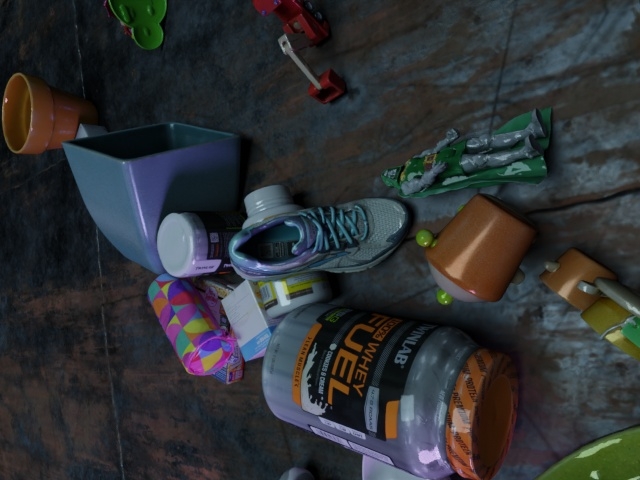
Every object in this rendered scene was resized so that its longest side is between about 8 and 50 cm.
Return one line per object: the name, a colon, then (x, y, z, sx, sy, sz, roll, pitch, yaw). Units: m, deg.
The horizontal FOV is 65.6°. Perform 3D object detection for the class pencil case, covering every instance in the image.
pencil case: (-0.247, 0.153, 0.950, 0.236, 0.105, 0.104, 40, 117, 41)

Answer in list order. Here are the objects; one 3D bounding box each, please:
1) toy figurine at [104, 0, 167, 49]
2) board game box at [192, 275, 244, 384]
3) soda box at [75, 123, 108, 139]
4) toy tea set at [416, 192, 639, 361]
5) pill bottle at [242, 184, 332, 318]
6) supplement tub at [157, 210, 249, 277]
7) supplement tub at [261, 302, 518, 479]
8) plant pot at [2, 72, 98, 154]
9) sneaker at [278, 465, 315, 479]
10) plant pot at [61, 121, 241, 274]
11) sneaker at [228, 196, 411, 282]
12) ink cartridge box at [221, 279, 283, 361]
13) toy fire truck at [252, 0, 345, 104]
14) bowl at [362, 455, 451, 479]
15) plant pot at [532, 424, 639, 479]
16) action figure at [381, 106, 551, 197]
toy figurine: (-0.448, -0.541, 1.180, 0.159, 0.130, 0.173, 23, 132, 51)
board game box: (-0.216, 0.180, 1.038, 0.147, 0.045, 0.193, 15, 102, 39)
soda box: (-0.572, -0.209, 1.306, 0.074, 0.069, 0.216, -52, 60, 30)
toy tea set: (0.256, 0.073, 0.539, 0.336, 0.200, 0.124, 40, 109, 26)
pill bottle: (-0.063, 0.018, 0.854, 0.117, 0.117, 0.214, -27, 75, 38)
supplement tub: (-0.188, 0.004, 0.911, 0.117, 0.191, 0.116, 2, 93, 41)
supplement tub: (0.089, 0.199, 0.686, 0.316, 0.194, 0.193, 4, 94, 39)
plant pot: (-0.725, -0.331, 1.351, 0.205, 0.188, 0.205, 2, 93, 39)
sneaker: (-0.096, 0.525, 0.916, 0.115, 0.105, 0.281, 33, 109, 42)
plant pot: (-0.317, -0.081, 0.992, 0.248, 0.247, 0.252, 19, 121, 38)
sneaker: (0.000, 0.000, 0.730, 0.283, 0.122, 0.110, -16, 79, 1)
ink cartridge box: (-0.107, 0.131, 0.913, 0.090, 0.092, 0.143, -39, 69, 35)
toy fire truck: (-0.035, -0.327, 0.802, 0.047, 0.192, 0.135, -22, 50, 38)
bowl: (0.131, 0.358, 0.730, 0.142, 0.053, 0.142, 21, 126, 37)
plant pot: (0.346, 0.356, 0.457, 0.276, 0.276, 0.253, -42, 78, 33)
action figure: (0.177, -0.104, 0.661, 0.232, 0.137, 0.063, -13, 128, 44)
